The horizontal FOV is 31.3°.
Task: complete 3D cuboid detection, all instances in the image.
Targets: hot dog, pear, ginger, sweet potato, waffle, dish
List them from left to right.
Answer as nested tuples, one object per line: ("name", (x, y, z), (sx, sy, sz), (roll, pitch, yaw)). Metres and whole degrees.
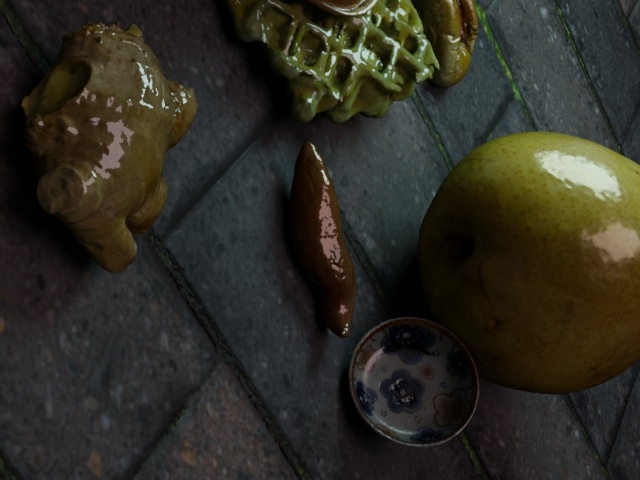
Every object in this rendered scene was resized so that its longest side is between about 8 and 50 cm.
("ginger", (-0.168, -0.092, 0.925), (0.157, 0.102, 0.216), (42, 48, -47))
("sweet potato", (0.000, 0.000, 1.163), (0.055, 0.058, 0.202), (-153, -129, -82))
("waffle", (0.013, -0.273, 1.235), (0.317, 0.073, 0.297), (-22, 94, -48))
("dish", (0.092, 0.160, 1.222), (0.141, 0.078, 0.141), (4, 67, -9))
("hot dog", (0.142, -0.313, 1.427), (0.084, 0.073, 0.243), (-32, 105, -47))
("pear", (0.259, 0.026, 1.295), (0.314, 0.314, 0.315), (20, 64, -49))

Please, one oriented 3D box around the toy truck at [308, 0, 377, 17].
("toy truck", (0.028, -0.361, 1.081), (0.288, 0.211, 0.204), (34, 57, -34))
